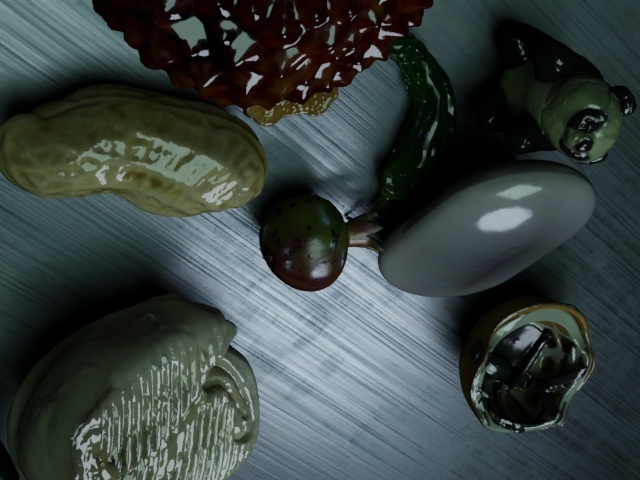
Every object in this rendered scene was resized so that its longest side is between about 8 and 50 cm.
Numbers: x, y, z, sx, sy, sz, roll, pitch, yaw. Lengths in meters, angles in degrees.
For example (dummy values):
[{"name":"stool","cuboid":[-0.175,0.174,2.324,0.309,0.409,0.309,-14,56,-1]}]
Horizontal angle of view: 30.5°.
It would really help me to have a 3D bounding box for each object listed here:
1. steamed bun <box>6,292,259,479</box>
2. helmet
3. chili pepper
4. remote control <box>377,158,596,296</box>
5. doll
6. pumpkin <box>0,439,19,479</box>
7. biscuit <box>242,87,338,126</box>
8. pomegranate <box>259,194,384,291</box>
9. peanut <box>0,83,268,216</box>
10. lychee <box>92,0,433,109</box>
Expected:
[{"name":"steamed bun","cuboid":[-0.257,0.219,1.526,0.324,0.219,0.310,-45,139,-29]},{"name":"helmet","cuboid":[0.289,0.171,1.730,0.198,0.130,0.224,3,109,-25]},{"name":"chili pepper","cuboid":[0.116,-0.136,1.525,0.122,0.065,0.279,7,116,-7]},{"name":"remote control","cuboid":[0.214,-0.010,1.543,0.221,0.103,0.332,5,154,-31]},{"name":"doll","cuboid":[0.290,-0.178,1.459,0.135,0.234,0.143,11,109,-18]},{"name":"pumpkin","cuboid":[-0.494,0.287,1.470,0.197,0.263,0.293,-34,139,-8]},{"name":"biscuit","cuboid":[-0.044,-0.250,1.417,0.166,0.036,0.225,-14,121,-11]},{"name":"pomegranate","cuboid":[-0.004,0.005,1.536,0.159,0.129,0.129,10,117,-36]},{"name":"peanut","cuboid":[-0.220,-0.102,1.389,0.325,0.140,0.153,2,136,-18]},{"name":"lychee","cuboid":[-0.067,-0.375,1.115,0.424,0.424,0.500,-10,95,-13]}]
